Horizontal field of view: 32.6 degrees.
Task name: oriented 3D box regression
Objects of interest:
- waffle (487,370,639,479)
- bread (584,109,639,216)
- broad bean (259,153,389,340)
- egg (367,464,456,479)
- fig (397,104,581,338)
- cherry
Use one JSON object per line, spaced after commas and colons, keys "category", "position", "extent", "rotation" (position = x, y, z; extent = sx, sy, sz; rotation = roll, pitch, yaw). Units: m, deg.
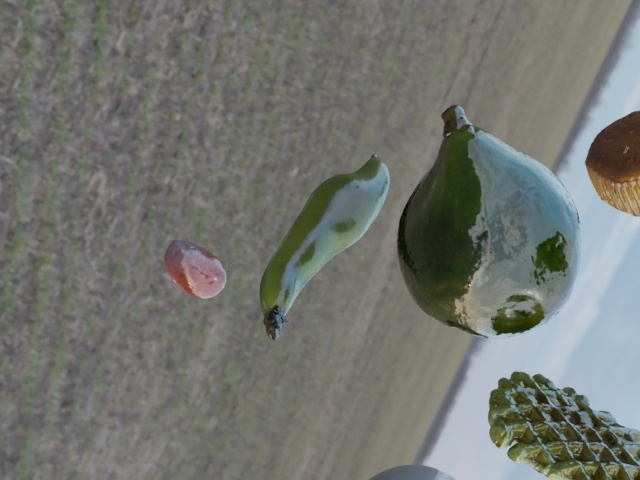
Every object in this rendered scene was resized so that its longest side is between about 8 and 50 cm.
{"category": "waffle", "position": [0.257, 0.201, 1.124], "extent": [0.036, 0.183, 0.169], "rotation": [-65, 173, 27]}
{"category": "bread", "position": [0.514, -0.130, 1.720], "extent": [0.199, 0.104, 0.199], "rotation": [-29, -153, 16]}
{"category": "broad bean", "position": [-0.004, 0.003, 1.289], "extent": [0.325, 0.075, 0.067], "rotation": [-55, 158, -34]}
{"category": "egg", "position": [0.118, 0.433, 1.636], "extent": [0.232, 0.176, 0.176], "rotation": [-19, 141, -39]}
{"category": "fig", "position": [0.162, -0.019, 1.122], "extent": [0.195, 0.195, 0.245], "rotation": [-58, 137, -33]}
{"category": "cherry", "position": [-0.228, 0.053, 1.980], "extent": [0.087, 0.126, 0.106], "rotation": [-61, -167, 2]}
